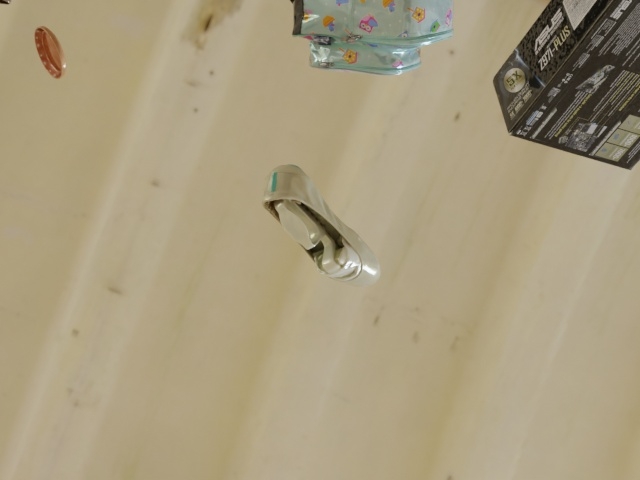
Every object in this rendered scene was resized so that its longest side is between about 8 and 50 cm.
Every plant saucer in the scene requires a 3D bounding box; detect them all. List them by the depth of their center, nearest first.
[{"bbox_3d":[-0.411,-0.288,1.802,0.013,0.083,0.083,-27,-133,-29],"label":"plant saucer"}]

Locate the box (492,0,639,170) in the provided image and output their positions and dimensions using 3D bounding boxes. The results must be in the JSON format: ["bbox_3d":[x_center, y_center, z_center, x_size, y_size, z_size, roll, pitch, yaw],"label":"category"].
[{"bbox_3d":[0.269,-0.165,1.076,0.147,0.180,0.077,12,-135,-23],"label":"box"}]

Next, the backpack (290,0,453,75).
[{"bbox_3d":[0.074,-0.280,1.475,0.188,0.144,0.166,2,-165,30],"label":"backpack"}]

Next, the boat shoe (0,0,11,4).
[{"bbox_3d":[-0.630,-0.441,2.070,0.183,0.066,0.066,-6,176,-20],"label":"boat shoe"}]

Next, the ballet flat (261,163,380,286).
[{"bbox_3d":[0.000,0.000,1.681,0.248,0.086,0.086,48,-174,-27],"label":"ballet flat"}]
